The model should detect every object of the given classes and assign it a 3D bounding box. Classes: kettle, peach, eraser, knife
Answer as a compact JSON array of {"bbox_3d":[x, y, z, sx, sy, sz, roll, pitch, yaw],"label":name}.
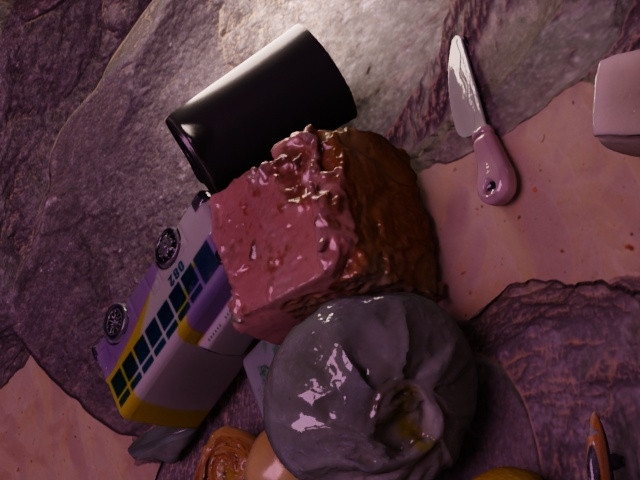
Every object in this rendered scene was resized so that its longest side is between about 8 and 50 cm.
[{"bbox_3d":[-0.120,-0.237,2.163,0.308,0.203,0.262,-34,20,-6],"label":"kettle"},{"bbox_3d":[-0.039,0.385,1.982,0.184,0.184,0.184,-11,75,44],"label":"peach"},{"bbox_3d":[-0.050,0.284,2.161,0.174,0.081,0.227,-45,55,32],"label":"eraser"},{"bbox_3d":[0.262,-0.202,1.979,0.081,0.043,0.336,-41,49,40],"label":"knife"}]

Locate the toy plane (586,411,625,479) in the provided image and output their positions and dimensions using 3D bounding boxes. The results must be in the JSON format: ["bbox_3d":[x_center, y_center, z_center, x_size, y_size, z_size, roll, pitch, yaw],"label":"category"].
[{"bbox_3d":[0.411,0.407,1.662,0.204,0.103,0.316,-14,66,41],"label":"toy plane"}]

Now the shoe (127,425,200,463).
[{"bbox_3d":[-0.312,0.422,2.424,0.195,0.079,0.078,-24,108,28],"label":"shoe"}]

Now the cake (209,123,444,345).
[{"bbox_3d":[0.000,0.000,2.019,0.307,0.293,0.314,-29,56,36],"label":"cake"}]

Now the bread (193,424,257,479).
[{"bbox_3d":[-0.159,0.471,2.203,0.198,0.120,0.236,29,105,46],"label":"bread"}]

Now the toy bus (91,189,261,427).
[{"bbox_3d":[-0.235,0.143,2.269,0.440,0.209,0.249,-54,44,22],"label":"toy bus"}]

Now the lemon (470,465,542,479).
[{"bbox_3d":[0.270,0.441,1.734,0.187,0.187,0.244,-10,42,44],"label":"lemon"}]

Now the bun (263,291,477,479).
[{"bbox_3d":[0.092,0.248,1.831,0.211,0.362,0.362,-173,93,-73],"label":"bun"}]

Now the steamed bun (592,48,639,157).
[{"bbox_3d":[0.512,-0.190,1.618,0.242,0.164,0.146,-2,79,47],"label":"steamed bun"}]
